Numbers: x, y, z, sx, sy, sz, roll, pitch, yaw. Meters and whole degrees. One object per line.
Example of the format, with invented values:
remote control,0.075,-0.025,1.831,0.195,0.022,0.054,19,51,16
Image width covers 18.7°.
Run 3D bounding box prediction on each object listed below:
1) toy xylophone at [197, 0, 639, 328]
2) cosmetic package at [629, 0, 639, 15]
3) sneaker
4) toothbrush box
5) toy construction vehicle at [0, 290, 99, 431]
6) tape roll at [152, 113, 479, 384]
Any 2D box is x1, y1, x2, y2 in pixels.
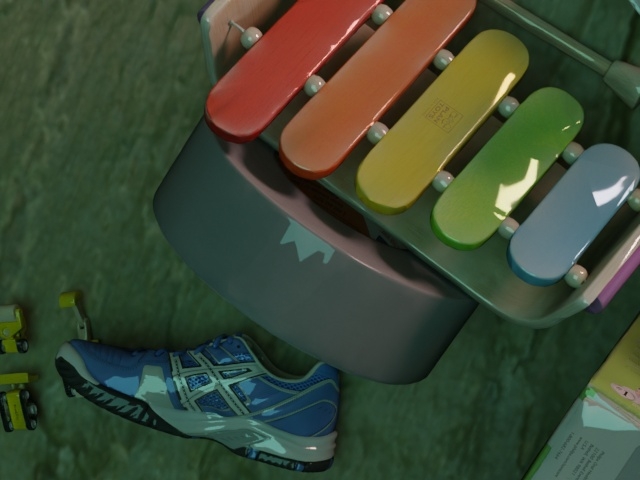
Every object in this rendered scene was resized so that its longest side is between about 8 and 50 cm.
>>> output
toy xylophone,0.084,-0.091,1.243,0.322,0.081,0.236,30,62,7
cosmetic package,0.286,-0.232,1.211,0.231,0.117,0.085,-36,88,20
sneaker,-0.085,0.101,1.394,0.211,0.080,0.081,16,93,-2
toothbrush box,0.184,0.170,1.215,0.122,0.283,0.206,33,106,8
toy construction vehicle,-0.205,0.089,1.451,0.086,0.035,0.098,-9,101,22
tape roll,0.000,0.000,1.276,0.219,0.219,0.072,37,106,8
